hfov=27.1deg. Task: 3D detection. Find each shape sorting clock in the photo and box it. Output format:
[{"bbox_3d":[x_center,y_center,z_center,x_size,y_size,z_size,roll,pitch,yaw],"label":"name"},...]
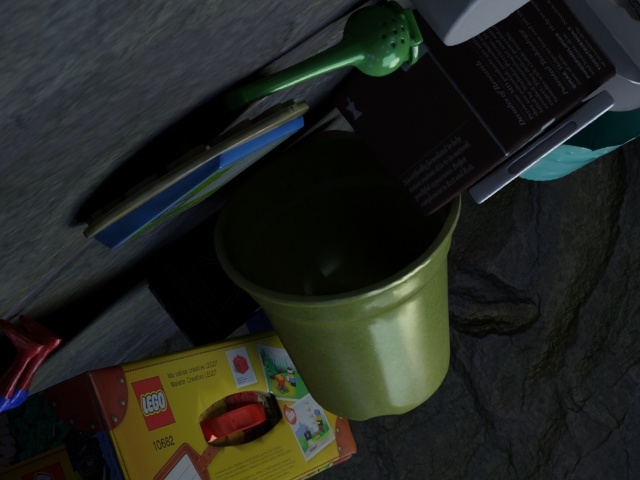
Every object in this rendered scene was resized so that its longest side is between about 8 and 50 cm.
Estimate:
[{"bbox_3d":[-0.100,-0.058,1.061,0.206,0.040,0.206,-34,-179,0],"label":"shape sorting clock"}]

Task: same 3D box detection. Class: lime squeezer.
[{"bbox_3d":[0.039,-0.155,1.104,0.110,0.059,0.310,-39,178,28],"label":"lime squeezer"}]

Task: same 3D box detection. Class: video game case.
[{"bbox_3d":[0.232,-0.098,1.437,0.173,0.022,0.190,-36,178,5],"label":"video game case"}]

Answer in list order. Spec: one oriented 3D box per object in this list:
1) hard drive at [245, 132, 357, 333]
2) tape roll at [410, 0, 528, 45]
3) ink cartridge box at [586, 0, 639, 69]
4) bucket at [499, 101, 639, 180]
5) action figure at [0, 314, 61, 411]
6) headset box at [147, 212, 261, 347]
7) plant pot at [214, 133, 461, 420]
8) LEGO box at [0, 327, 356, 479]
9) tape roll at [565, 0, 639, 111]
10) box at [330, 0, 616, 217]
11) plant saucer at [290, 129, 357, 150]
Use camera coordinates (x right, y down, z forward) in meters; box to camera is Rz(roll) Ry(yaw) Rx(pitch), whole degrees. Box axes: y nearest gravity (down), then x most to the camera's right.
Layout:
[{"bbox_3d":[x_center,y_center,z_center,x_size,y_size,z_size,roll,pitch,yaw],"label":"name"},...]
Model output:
[{"bbox_3d":[0.000,0.000,1.972,0.319,0.210,0.040,-38,145,16],"label":"hard drive"},{"bbox_3d":[0.227,-0.294,1.005,0.392,0.072,0.392,-37,179,-1],"label":"tape roll"},{"bbox_3d":[0.424,-0.343,1.336,0.353,0.207,0.119,-38,179,7],"label":"ink cartridge box"},{"bbox_3d":[0.365,-0.234,2.056,0.281,0.281,0.183,-36,179,-27],"label":"bucket"},{"bbox_3d":[-0.379,0.182,1.263,0.280,0.139,0.091,-60,173,4],"label":"action figure"},{"bbox_3d":[-0.081,0.015,1.782,0.283,0.131,0.246,-37,179,-12],"label":"headset box"},{"bbox_3d":[0.044,0.061,1.527,0.276,0.276,0.254,-37,134,-23],"label":"plant pot"},{"bbox_3d":[-0.240,0.267,1.572,0.372,0.193,0.500,-24,173,24],"label":"LEGO box"},{"bbox_3d":[0.348,-0.267,1.586,0.219,0.219,0.072,-36,177,-32],"label":"tape roll"},{"bbox_3d":[0.159,-0.163,1.383,0.203,0.167,0.168,-36,178,-35],"label":"box"},{"bbox_3d":[0.014,-0.051,1.626,0.168,0.168,0.029,-37,-146,-13],"label":"plant saucer"}]
